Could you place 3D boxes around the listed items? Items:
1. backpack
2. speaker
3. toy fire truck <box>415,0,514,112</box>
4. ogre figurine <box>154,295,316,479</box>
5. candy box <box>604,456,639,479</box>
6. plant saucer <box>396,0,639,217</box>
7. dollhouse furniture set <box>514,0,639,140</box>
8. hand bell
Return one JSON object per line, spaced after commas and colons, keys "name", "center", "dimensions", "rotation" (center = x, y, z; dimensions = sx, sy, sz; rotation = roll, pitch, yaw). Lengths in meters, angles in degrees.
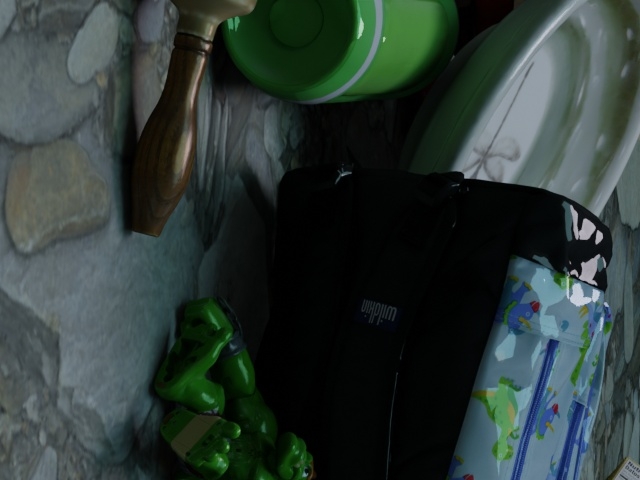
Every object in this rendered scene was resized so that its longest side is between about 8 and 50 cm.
{"name": "backpack", "center": [0.069, 0.149, 1.401], "dimensions": [0.273, 0.290, 0.355], "rotation": [35, 68, -42]}
{"name": "speaker", "center": [0.023, -0.173, 1.489], "dimensions": [0.296, 0.131, 0.131], "rotation": [-15, 105, -71]}
{"name": "toy fire truck", "center": [0.170, -0.222, 1.916], "dimensions": [0.254, 0.169, 0.302], "rotation": [-95, 177, -61]}
{"name": "ogre figurine", "center": [-0.066, 0.140, 1.290], "dimensions": [0.118, 0.097, 0.197], "rotation": [58, 3, -39]}
{"name": "candy box", "center": [0.280, 0.400, 2.126], "dimensions": [0.316, 0.087, 0.183], "rotation": [-41, 168, -52]}
{"name": "plant saucer", "center": [0.168, -0.084, 1.695], "dimensions": [0.400, 0.101, 0.400], "rotation": [-43, 152, -30]}
{"name": "dollhouse furniture set", "center": [0.296, -0.075, 2.075], "dimensions": [0.355, 0.174, 0.303], "rotation": [-97, 176, -50]}
{"name": "hand bell", "center": [-0.087, -0.121, 1.242], "dimensions": [0.126, 0.126, 0.242], "rotation": [18, 86, -71]}
